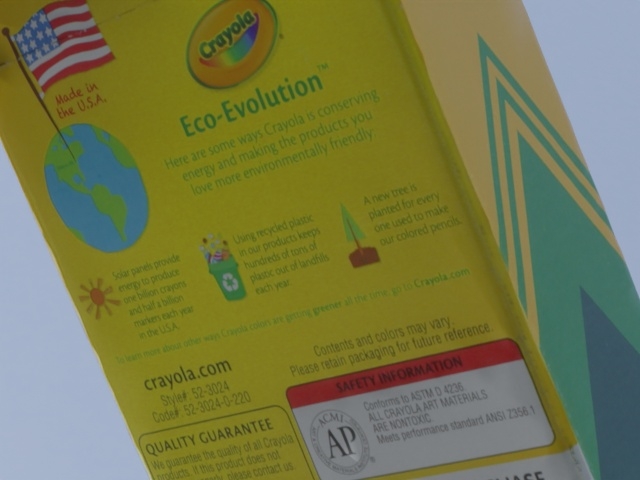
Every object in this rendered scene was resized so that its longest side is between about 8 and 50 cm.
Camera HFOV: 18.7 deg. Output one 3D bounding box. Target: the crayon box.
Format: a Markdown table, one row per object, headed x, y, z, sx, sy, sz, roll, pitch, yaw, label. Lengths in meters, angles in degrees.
| x | y | z | sx | sy | sz | roll | pitch | yaw | label |
| --- | --- | --- | --- | --- | --- | --- | --- | --- | --- |
| 0.000 | 0.000 | 0.724 | 0.202 | 0.081 | 0.318 | -15 | -79 | 39 | crayon box |
